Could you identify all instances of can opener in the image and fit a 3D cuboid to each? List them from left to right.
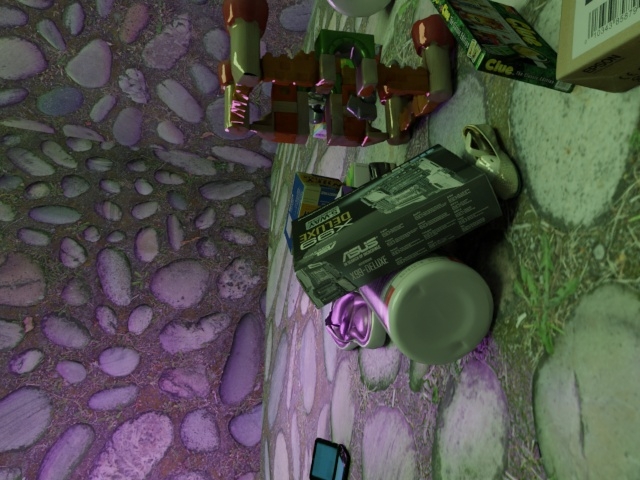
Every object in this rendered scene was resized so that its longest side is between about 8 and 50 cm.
[{"bbox_3d":[-0.038,-0.423,1.647,0.280,0.074,0.093,-102,22,-62],"label":"can opener"}]

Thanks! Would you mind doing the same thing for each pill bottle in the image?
[{"bbox_3d":[0.096,-0.835,1.625,0.392,0.224,0.224,-97,19,-48],"label":"pill bottle"},{"bbox_3d":[0.153,0.073,0.921,0.283,0.161,0.161,-123,42,-72],"label":"pill bottle"}]

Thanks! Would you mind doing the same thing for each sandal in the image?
[{"bbox_3d":[0.064,0.189,1.391,0.416,0.102,0.169,141,136,-73],"label":"sandal"}]

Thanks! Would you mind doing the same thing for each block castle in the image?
[{"bbox_3d":[0.021,-0.354,1.146,0.303,0.454,0.212,133,136,-71],"label":"block castle"}]

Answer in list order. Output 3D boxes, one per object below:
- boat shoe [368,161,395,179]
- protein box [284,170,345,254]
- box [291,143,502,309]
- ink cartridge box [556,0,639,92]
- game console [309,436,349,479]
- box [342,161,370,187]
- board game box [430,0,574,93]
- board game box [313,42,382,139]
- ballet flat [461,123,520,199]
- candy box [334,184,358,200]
[{"bbox_3d":[0.134,-0.091,1.341,0.075,0.065,0.206,-175,93,-78],"label":"boat shoe"},{"bbox_3d":[-0.013,-0.073,1.571,0.201,0.136,0.199,-118,38,-69],"label":"protein box"},{"bbox_3d":[0.102,-0.034,0.898,0.076,0.308,0.242,60,-173,-19],"label":"box"},{"bbox_3d":[0.329,-0.268,0.508,0.235,0.088,0.193,161,116,-77],"label":"ink cartridge box"},{"bbox_3d":[0.021,0.583,1.407,0.107,0.071,0.122,-149,67,-77],"label":"game console"},{"bbox_3d":[0.073,-0.040,1.607,0.322,0.059,0.232,118,156,-54],"label":"box"},{"bbox_3d":[0.249,-0.291,0.779,0.259,0.136,0.030,-97,23,-48],"label":"board game box"},{"bbox_3d":[0.077,-0.443,1.649,0.144,0.142,0.275,-176,94,-78],"label":"board game box"},{"bbox_3d":[0.252,-0.122,0.844,0.168,0.052,0.057,-96,21,-48],"label":"ballet flat"},{"bbox_3d":[0.112,-0.004,1.148,0.070,0.165,0.196,120,155,-64],"label":"candy box"}]
